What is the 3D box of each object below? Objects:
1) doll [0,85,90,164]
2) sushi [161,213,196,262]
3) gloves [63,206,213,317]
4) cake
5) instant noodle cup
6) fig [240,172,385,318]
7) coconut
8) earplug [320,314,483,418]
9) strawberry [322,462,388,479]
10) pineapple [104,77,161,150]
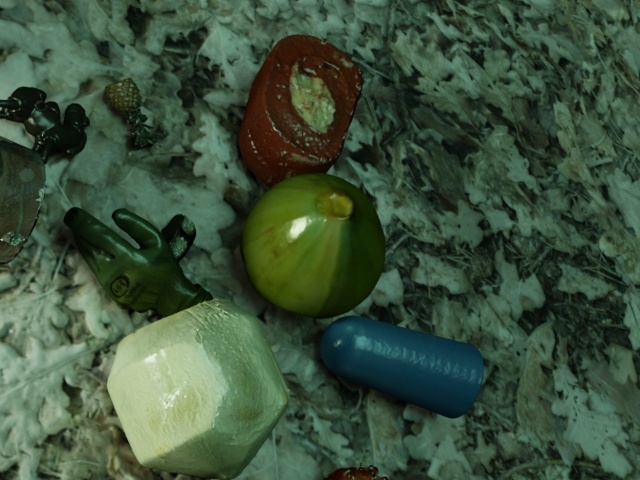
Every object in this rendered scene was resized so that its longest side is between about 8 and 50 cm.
[{"bbox_3d":[-0.426,-0.181,1.895,0.139,0.057,0.165,50,41,-3],"label":"doll"},{"bbox_3d":[-0.229,0.002,1.965,0.046,0.044,0.083,51,47,-34],"label":"sushi"},{"bbox_3d":[-0.277,0.041,1.857,0.268,0.135,0.107,39,10,-17],"label":"gloves"},{"bbox_3d":[-0.039,-0.223,2.135,0.177,0.151,0.283,25,55,-10],"label":"cake"},{"bbox_3d":[-0.508,-0.073,1.690,0.207,0.217,0.217,18,59,-36],"label":"instant noodle cup"},{"bbox_3d":[0.000,0.000,1.971,0.239,0.271,0.239,7,68,-19],"label":"fig"},{"bbox_3d":[-0.166,0.223,1.771,0.245,0.245,0.247,-21,82,-40],"label":"coconut"},{"bbox_3d":[0.125,0.201,2.062,0.273,0.132,0.132,20,58,-23],"label":"earplug"},{"bbox_3d":[0.043,0.421,1.918,0.145,0.086,0.145,14,62,-28],"label":"strawberry"},{"bbox_3d":[-0.304,-0.201,2.001,0.058,0.058,0.124,-30,101,-41],"label":"pineapple"}]
